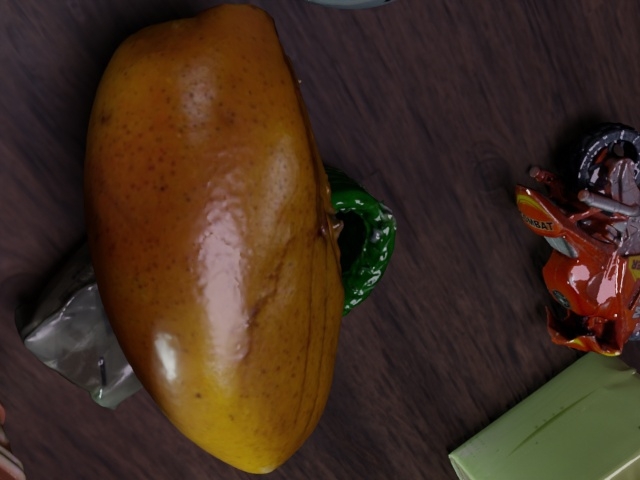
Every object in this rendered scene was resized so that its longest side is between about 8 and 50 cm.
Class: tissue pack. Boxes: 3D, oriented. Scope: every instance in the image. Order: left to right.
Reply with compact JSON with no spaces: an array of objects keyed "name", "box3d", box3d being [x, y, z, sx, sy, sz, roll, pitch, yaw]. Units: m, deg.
[{"name":"tissue pack","box3d":[0.289,0.250,1.090,0.234,0.159,0.125,-33,126,-8]}]

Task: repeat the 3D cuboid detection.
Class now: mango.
[{"name":"mango","box3d":[-0.077,0.008,0.725,0.199,0.201,0.350,-8,96,-25]}]

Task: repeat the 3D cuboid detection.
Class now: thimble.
[{"name":"thimble","box3d":[0.000,0.000,0.853,0.130,0.090,0.118,-43,125,-1]}]

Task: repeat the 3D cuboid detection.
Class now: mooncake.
[{"name":"mooncake","box3d":[-0.175,0.063,0.807,0.130,0.073,0.125,-42,129,-4]}]

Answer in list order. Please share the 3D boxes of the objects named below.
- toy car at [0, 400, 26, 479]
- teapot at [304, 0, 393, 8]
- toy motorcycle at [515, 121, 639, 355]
[{"name":"toy car","box3d":[-0.317,0.148,0.683,0.180,0.270,0.212,-38,145,1]},{"name":"teapot","box3d":[0.015,-0.267,0.702,0.232,0.159,0.159,27,101,-24]},{"name":"toy motorcycle","box3d":[0.301,0.020,1.017,0.171,0.089,0.298,-32,125,-8]}]
